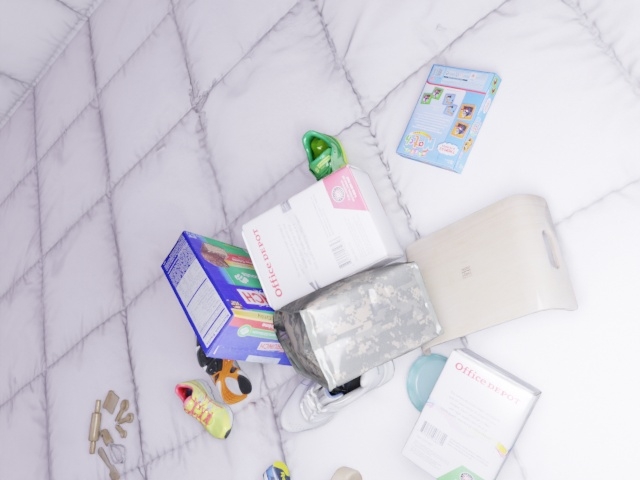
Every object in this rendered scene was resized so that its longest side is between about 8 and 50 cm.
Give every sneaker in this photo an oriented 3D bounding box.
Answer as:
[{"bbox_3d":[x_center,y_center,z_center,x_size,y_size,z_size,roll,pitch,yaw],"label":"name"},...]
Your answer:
[{"bbox_3d":[-0.302,0.428,1.451,0.208,0.094,0.081,32,96,40],"label":"sneaker"},{"bbox_3d":[0.031,-0.144,1.329,0.109,0.123,0.295,-45,53,20],"label":"sneaker"},{"bbox_3d":[-0.255,0.276,1.381,0.099,0.262,0.121,-27,36,-22],"label":"sneaker"},{"bbox_3d":[0.011,0.314,1.189,0.297,0.129,0.111,-42,73,25],"label":"sneaker"},{"bbox_3d":[-0.093,0.565,1.261,0.059,0.053,0.144,-36,48,26],"label":"sneaker"}]

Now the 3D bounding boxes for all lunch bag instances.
[{"bbox_3d":[0.051,0.154,1.088,0.169,0.235,0.287,69,163,-2],"label":"lunch bag"}]

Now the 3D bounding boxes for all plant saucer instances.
[{"bbox_3d":[0.221,0.278,1.105,0.119,0.021,0.119,-14,67,37],"label":"plant saucer"}]

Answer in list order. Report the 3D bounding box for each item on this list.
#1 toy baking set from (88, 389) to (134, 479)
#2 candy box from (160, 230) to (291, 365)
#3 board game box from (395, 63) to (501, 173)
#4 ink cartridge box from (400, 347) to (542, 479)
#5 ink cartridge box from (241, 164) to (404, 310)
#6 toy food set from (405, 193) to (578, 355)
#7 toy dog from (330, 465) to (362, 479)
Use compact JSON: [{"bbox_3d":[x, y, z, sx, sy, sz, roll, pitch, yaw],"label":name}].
[{"bbox_3d":[-0.639,0.586,1.729,0.196,0.030,0.256,-6,73,39],"label":"toy baking set"},{"bbox_3d":[-0.180,0.134,1.312,0.122,0.268,0.317,-56,46,15],"label":"candy box"},{"bbox_3d":[0.269,-0.262,1.222,0.160,0.039,0.212,26,93,42],"label":"board game box"},{"bbox_3d":[0.262,0.315,0.996,0.154,0.093,0.212,28,97,29],"label":"ink cartridge box"},{"bbox_3d":[0.000,0.000,1.217,0.283,0.117,0.207,-28,77,23],"label":"ink cartridge box"},{"bbox_3d":[0.296,0.072,1.065,0.306,0.092,0.220,-30,53,39],"label":"toy food set"},{"bbox_3d":[0.052,0.595,1.055,0.220,0.161,0.334,-20,64,35],"label":"toy dog"}]
